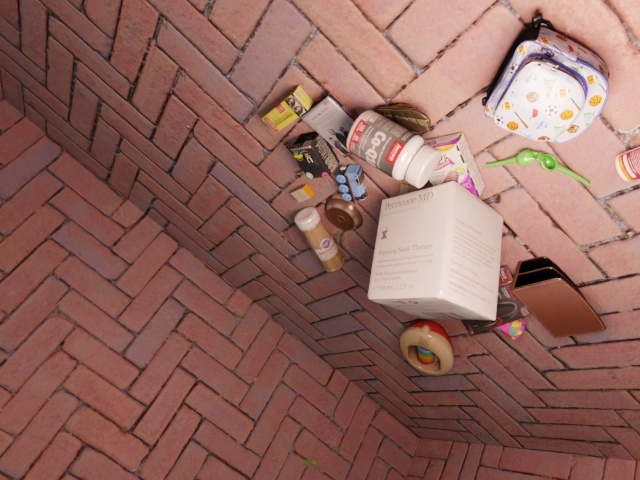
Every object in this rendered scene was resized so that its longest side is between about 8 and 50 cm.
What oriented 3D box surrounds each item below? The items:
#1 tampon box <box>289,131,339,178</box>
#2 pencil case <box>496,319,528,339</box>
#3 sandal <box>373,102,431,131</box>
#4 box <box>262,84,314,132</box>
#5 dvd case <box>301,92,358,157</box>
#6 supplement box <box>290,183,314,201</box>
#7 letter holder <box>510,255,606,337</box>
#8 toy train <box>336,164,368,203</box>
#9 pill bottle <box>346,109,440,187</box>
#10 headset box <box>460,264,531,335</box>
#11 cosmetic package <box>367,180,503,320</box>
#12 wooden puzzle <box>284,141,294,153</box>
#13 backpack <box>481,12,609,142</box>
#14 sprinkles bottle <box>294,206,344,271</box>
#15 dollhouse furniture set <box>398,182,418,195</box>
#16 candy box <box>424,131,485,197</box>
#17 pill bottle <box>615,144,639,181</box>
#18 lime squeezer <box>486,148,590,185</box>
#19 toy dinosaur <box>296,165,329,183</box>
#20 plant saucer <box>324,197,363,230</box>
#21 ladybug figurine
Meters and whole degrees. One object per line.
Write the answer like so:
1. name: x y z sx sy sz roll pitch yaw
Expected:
1. tampon box: -0.022 -0.343 1.849 0.120 0.101 0.161 1 136 42
2. pencil case: 0.801 0.344 2.053 0.236 0.104 0.104 32 148 -1
3. sandal: 0.277 -0.420 1.531 0.219 0.060 0.090 23 154 44
4. box: -0.130 -0.503 1.771 0.087 0.058 0.232 45 147 -21
5. dvd case: 0.066 -0.423 1.706 0.238 0.030 0.179 38 149 -22
6. supplement box: -0.083 -0.220 2.130 0.062 0.036 0.098 47 145 -22
7. letter holder: 0.908 0.205 1.721 0.302 0.152 0.214 43 145 -15
8. toy train: 0.134 -0.231 1.888 0.105 0.080 0.184 6 139 27
9. pill bottle: 0.241 -0.301 1.519 0.283 0.161 0.161 35 150 21
10. headset box: 0.709 0.245 1.895 0.293 0.110 0.218 -25 120 21
11. cosmetic package: 0.414 0.058 1.640 0.327 0.394 0.329 23 158 -35
12. wooden puzzle: -0.117 -0.392 1.958 0.083 0.006 0.049 47 145 -21
13. backpack: 0.587 -0.383 1.176 0.263 0.213 0.277 20 144 2
14. sprinkles bottle: 0.000 0.000 2.274 0.121 0.121 0.356 3 138 39
15. dollhouse furniture set: 0.357 -0.163 1.831 0.076 0.058 0.152 22 128 30
16. candy box: 0.451 -0.248 1.587 0.159 0.071 0.233 -3 133 44
17. pill bottle: 0.886 -0.222 1.223 0.086 0.086 0.152 42 148 -13
18. lime squeezer: 0.676 -0.230 1.428 0.310 0.059 0.110 15 144 25
19. toy dinosaur: -0.034 -0.301 1.982 0.183 0.053 0.093 19 162 35
20. plant saucer: 0.100 -0.110 2.118 0.198 0.036 0.199 23 147 16
21. ladybug figurine: 0.584 0.570 2.481 0.304 0.162 0.450 18 146 24
